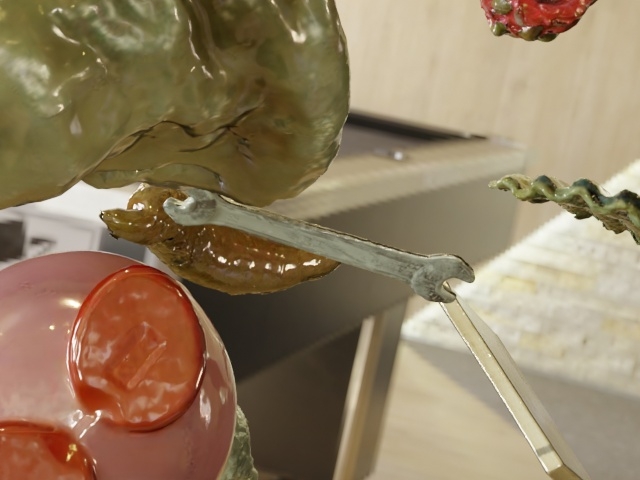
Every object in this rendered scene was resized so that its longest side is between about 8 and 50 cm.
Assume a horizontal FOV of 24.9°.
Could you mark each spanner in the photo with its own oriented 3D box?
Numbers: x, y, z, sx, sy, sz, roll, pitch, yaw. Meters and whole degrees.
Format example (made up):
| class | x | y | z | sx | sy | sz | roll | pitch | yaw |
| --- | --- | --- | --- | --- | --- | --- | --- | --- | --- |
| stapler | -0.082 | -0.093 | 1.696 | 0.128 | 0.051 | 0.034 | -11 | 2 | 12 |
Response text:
| class | x | y | z | sx | sy | sz | roll | pitch | yaw |
| --- | --- | --- | --- | --- | --- | --- | --- | --- | --- |
| spanner | 0.000 | 0.000 | 1.367 | 0.302 | 0.071 | 0.017 | 18 | 49 | -5 |

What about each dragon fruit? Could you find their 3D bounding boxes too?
| class | x | y | z | sx | sy | sz | roll | pitch | yaw |
| --- | --- | --- | --- | --- | --- | --- | --- | --- | --- |
| dragon fruit | 0.237 | -0.303 | 1.601 | 0.160 | 0.166 | 0.172 | 6 | 8 | -11 |

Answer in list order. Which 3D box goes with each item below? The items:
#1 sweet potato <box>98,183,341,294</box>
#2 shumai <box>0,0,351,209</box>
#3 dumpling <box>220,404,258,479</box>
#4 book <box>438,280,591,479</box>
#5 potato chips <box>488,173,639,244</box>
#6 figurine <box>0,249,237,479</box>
| class | x | y | z | sx | sy | sz | roll | pitch | yaw |
| --- | --- | --- | --- | --- | --- | --- | --- | --- | --- |
| sweet potato | -0.121 | -0.001 | 1.546 | 0.124 | 0.098 | 0.310 | -4 | -18 | 45 |
| shumai | -0.200 | -0.134 | 0.890 | 0.323 | 0.397 | 0.324 | -39 | 6 | -24 |
| dumpling | -0.144 | 0.224 | 1.553 | 0.152 | 0.219 | 0.108 | -40 | 26 | -17 |
| book | 0.232 | 0.182 | 1.683 | 0.191 | 0.025 | 0.269 | 42 | 15 | -55 |
| potato chips | 0.409 | -0.016 | 1.904 | 0.358 | 0.070 | 0.429 | 22 | 1 | 23 |
| figurine | -0.127 | 0.086 | 0.760 | 0.173 | 0.173 | 0.173 | 12 | 9 | -2 |
